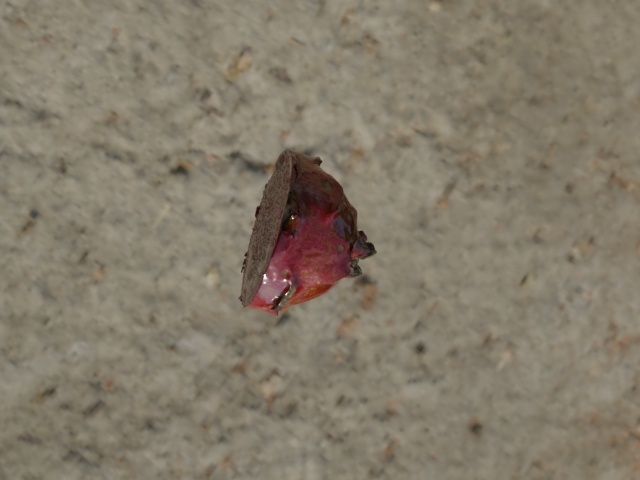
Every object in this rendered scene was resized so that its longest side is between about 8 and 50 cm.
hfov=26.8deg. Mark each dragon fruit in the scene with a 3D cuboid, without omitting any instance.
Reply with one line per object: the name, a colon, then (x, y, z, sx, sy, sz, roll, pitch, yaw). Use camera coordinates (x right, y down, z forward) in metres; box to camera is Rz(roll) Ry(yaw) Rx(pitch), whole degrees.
dragon fruit: (0.000, 0.000, 1.179, 0.110, 0.153, 0.153, 12, 111, -12)
